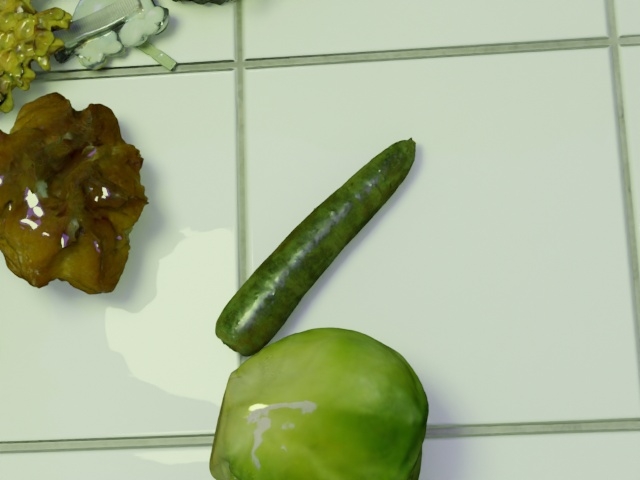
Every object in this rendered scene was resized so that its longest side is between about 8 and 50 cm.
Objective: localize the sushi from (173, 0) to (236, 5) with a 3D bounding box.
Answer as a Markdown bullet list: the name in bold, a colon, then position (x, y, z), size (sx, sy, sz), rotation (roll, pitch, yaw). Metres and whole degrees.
- **sushi**: position (-0.142, -0.504, 1.495), size (0.417, 0.176, 0.417), rotation (0, 82, -2)

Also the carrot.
- **carrot**: position (0.000, 0.000, 1.426), size (0.074, 0.074, 0.358), rotation (40, 83, 12)

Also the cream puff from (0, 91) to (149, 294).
- **cream puff**: position (-0.325, -0.053, 1.406), size (0.241, 0.155, 0.269), rotation (-28, 81, -27)

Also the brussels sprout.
- **brussels sprout**: position (0.012, 0.236, 1.303), size (0.294, 0.227, 0.259), rotation (18, 72, -16)

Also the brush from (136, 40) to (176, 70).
- **brush**: position (-0.230, -0.257, 1.528), size (0.083, 0.013, 0.016), rotation (35, 80, 14)

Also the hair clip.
- **hair clip**: position (-0.292, -0.297, 1.519), size (0.172, 0.049, 0.116), rotation (-26, 71, 2)

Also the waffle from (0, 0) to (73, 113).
- **waffle**: position (-0.439, -0.282, 1.504), size (0.231, 0.051, 0.228), rotation (24, 85, 30)
